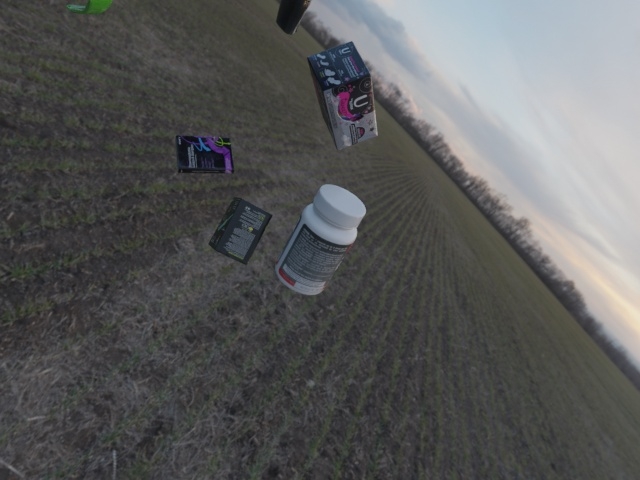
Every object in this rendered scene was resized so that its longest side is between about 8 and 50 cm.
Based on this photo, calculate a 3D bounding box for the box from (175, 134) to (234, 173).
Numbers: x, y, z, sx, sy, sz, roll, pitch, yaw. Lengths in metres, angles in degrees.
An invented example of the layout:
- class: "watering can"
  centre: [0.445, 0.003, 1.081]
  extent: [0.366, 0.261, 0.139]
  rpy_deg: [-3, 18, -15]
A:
- class: "box"
  centre: [-0.342, -0.254, 1.280]
  extent: [0.162, 0.029, 0.115]
  rpy_deg: [-4, 70, -21]

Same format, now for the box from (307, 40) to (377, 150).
- class: "box"
  centre: [0.073, -0.417, 1.270]
  extent: [0.247, 0.142, 0.163]
  rpy_deg: [66, 4, -60]

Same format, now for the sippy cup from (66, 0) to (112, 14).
- class: "sippy cup"
  centre: [-0.545, -0.686, 0.941]
  extent: [0.224, 0.305, 0.240]
  rpy_deg: [24, -2, 31]

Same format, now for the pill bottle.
- class: "pill bottle"
  centre: [0.000, 0.000, 1.188]
  extent: [0.162, 0.283, 0.161]
  rpy_deg: [22, 31, -14]

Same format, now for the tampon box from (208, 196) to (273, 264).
- class: "tampon box"
  centre: [-0.228, -0.029, 1.227]
  extent: [0.102, 0.160, 0.120]
  rpy_deg: [29, -3, -24]

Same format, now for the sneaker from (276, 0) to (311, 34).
- class: "sneaker"
  centre: [-0.071, -0.629, 1.101]
  extent: [0.083, 0.118, 0.221]
  rpy_deg: [18, 49, -20]
